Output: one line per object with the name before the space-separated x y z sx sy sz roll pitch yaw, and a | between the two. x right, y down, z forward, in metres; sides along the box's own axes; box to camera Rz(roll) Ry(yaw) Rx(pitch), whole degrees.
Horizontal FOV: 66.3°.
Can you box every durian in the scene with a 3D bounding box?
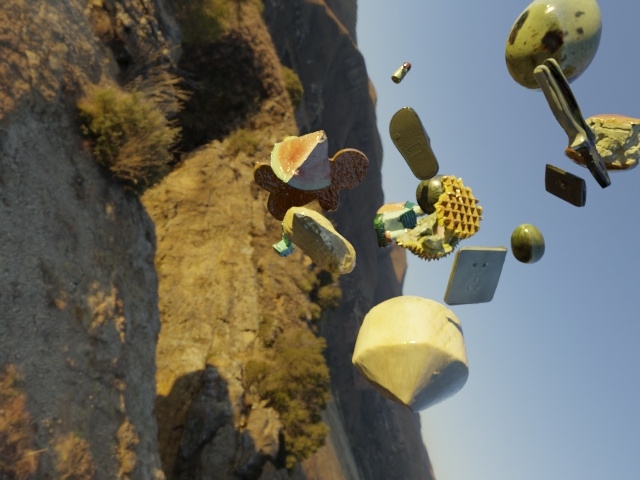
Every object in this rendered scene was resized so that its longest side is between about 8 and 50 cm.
durian | 0.409 -0.010 1.838 0.172 0.306 0.167 15 -59 49

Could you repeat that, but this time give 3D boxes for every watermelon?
watermelon | 0.556 -0.212 2.319 0.212 0.212 0.212 -16 90 -88
watermelon | -0.057 -0.264 1.598 0.207 0.202 0.136 54 1 25

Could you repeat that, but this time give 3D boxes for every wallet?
wallet | 1.182 -0.268 2.386 0.245 0.052 0.169 50 -16 55

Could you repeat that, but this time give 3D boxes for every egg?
egg | 0.944 -0.814 1.984 0.428 0.344 0.345 -62 -179 4

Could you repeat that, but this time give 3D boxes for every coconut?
coconut | 0.306 0.395 1.686 0.416 0.414 0.345 -103 172 -52

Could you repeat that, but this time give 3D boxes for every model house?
model house | 0.440 -0.102 2.557 0.253 0.291 0.185 -45 115 -56

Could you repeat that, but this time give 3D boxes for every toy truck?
toy truck | -0.158 -0.008 2.131 0.067 0.081 0.175 38 -40 31

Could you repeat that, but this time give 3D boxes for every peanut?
peanut | 0.000 0.000 1.740 0.313 0.152 0.152 41 -11 20

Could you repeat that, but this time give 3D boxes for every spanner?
spanner | 0.583 -0.262 1.120 0.040 0.095 0.325 -22 -77 52

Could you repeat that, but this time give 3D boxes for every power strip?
power strip | 0.503 0.108 1.623 0.064 0.198 0.213 -130 -135 -58

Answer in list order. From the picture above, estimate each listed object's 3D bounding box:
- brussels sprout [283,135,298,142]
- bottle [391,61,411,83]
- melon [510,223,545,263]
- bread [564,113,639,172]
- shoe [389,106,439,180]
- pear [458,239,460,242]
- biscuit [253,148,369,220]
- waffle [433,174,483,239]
brussels sprout | -0.099 -0.396 2.191 0.149 0.122 0.152 -70 149 -81
bottle | 0.344 -0.707 2.056 0.047 0.101 0.063 42 -11 -6
melon | 0.733 0.018 1.738 0.114 0.114 0.168 -103 171 -55
bread | 1.119 -0.380 1.919 0.250 0.278 0.225 -31 133 -62
shoe | 0.304 -0.307 1.581 0.241 0.108 0.093 65 21 2
pear | 0.588 -0.053 2.174 0.104 0.140 0.141 123 -48 -79
biscuit | -0.023 -0.238 1.894 0.064 0.431 0.283 -108 178 -66
waffle | 0.514 -0.125 1.856 0.249 0.253 0.056 57 -39 2
